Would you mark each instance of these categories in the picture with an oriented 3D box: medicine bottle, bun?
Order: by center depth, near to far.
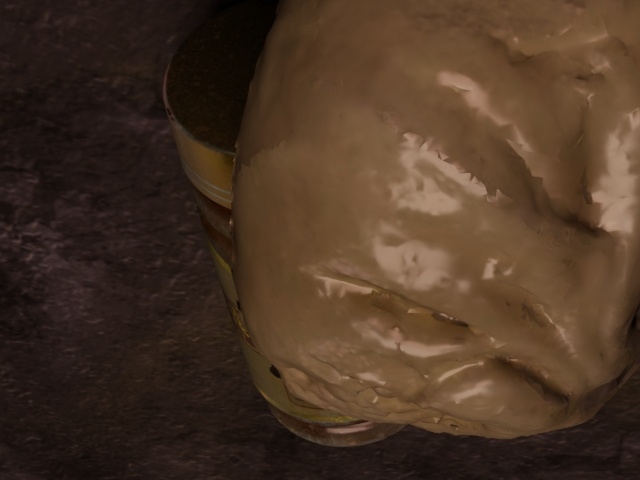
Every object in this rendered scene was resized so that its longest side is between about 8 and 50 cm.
[{"bbox_3d":[0.116,-0.034,0.750,0.211,0.360,0.360,29,149,28],"label":"bun"},{"bbox_3d":[0.000,0.000,0.962,0.151,0.151,0.322,1,139,12],"label":"medicine bottle"}]
